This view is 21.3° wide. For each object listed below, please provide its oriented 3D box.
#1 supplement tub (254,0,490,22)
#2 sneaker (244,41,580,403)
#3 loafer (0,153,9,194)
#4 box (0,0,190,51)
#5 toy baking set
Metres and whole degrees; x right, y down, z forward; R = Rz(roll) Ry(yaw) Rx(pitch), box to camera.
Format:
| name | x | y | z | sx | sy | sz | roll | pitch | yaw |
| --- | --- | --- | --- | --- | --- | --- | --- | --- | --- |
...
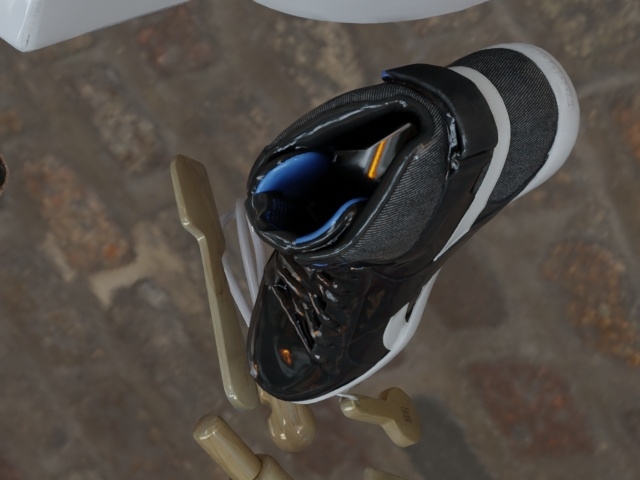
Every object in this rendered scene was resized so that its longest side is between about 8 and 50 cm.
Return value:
| name | x | y | z | sx | sy | sz | roll | pitch | yaw |
| --- | --- | --- | --- | --- | --- | --- | --- | --- | --- |
| supplement tub | 0.018 | -0.278 | 0.741 | 0.228 | 0.228 | 0.316 | -34 | 58 | 42 |
| sneaker | 0.000 | 0.000 | 0.699 | 0.079 | 0.121 | 0.217 | 55 | 129 | 20 |
| loafer | -0.124 | -0.021 | 0.557 | 0.039 | 0.125 | 0.045 | -11 | 97 | -8 |
| box | -0.037 | -0.142 | 0.441 | 0.091 | 0.170 | 0.130 | 35 | 124 | 20 |
| toy baking set | -0.016 | 0.081 | 0.913 | 0.030 | 0.197 | 0.256 | -26 | 126 | 25 |
